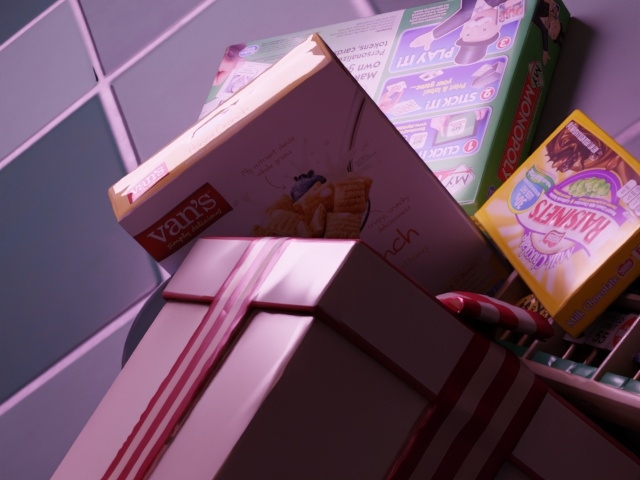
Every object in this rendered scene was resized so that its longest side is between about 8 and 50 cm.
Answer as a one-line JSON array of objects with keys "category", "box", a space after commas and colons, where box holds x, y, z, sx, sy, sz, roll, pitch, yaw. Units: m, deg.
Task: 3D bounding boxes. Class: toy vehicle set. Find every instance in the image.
[{"category": "toy vehicle set", "box": [0.198, 0.030, 1.130, 0.166, 0.035, 0.267, -51, 20, -10]}]

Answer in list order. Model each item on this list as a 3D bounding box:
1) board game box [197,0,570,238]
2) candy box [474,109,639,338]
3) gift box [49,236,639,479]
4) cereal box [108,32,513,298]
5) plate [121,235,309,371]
[{"category": "board game box", "box": [0.025, -0.083, 1.451, 0.317, 0.046, 0.214, -7, 51, 38]}, {"category": "candy box", "box": [0.164, -0.015, 1.193, 0.105, 0.027, 0.206, -48, 19, 7]}, {"category": "gift box", "box": [0.015, 0.147, 1.087, 0.258, 0.276, 0.255, -58, 27, -13]}, {"category": "cereal box", "box": [0.000, 0.000, 1.234, 0.173, 0.240, 0.047, -37, 36, 9]}, {"category": "plate", "box": [-0.037, 0.081, 1.232, 0.188, 0.188, 0.024, -37, 35, 8]}]
